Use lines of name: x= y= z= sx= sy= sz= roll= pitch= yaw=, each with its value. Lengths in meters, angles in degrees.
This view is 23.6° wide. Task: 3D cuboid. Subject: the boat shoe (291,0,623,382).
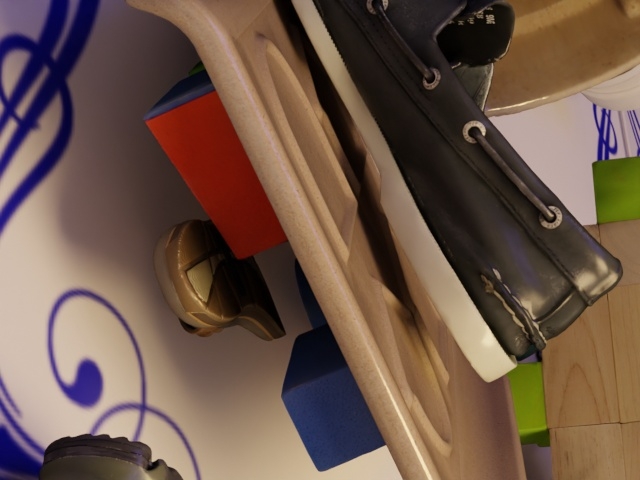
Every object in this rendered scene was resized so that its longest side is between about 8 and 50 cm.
boat shoe: x=0.068 y=-0.092 z=0.879 sx=0.127 sy=0.113 sz=0.340 roll=44 pitch=21 yaw=-61

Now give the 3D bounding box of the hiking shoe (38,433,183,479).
hiking shoe: x=-0.070 y=0.197 z=0.687 sx=0.227 sy=0.086 sz=0.114 roll=52 pitch=46 yaw=-22

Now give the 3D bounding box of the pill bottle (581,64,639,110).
pill bottle: x=0.238 y=-0.240 z=1.417 sx=0.283 sy=0.161 sz=0.161 roll=33 pitch=46 yaw=-50

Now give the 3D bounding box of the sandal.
sandal: x=-0.062 y=0.025 z=0.815 sx=0.180 sy=0.049 sz=0.072 roll=13 pitch=54 yaw=-77

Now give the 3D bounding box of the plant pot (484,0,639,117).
plant pot: x=0.117 y=-0.306 z=1.118 sx=0.334 sy=0.333 sz=0.306 roll=23 pitch=42 yaw=-55

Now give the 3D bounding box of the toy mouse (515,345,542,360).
toy mouse: x=0.179 y=0.103 z=1.232 sx=0.143 sy=0.031 sz=0.161 roll=16 pitch=60 yaw=-58

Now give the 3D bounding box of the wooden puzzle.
wooden puzzle: x=0.000 y=0.000 z=0.855 sx=0.348 sy=0.080 sz=0.322 roll=60 pitch=10 yaw=-11

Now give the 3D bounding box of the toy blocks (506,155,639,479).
toy blocks: x=0.228 y=0.169 z=1.114 sx=0.261 sy=0.190 sz=0.382 roll=57 pitch=29 yaw=-63
